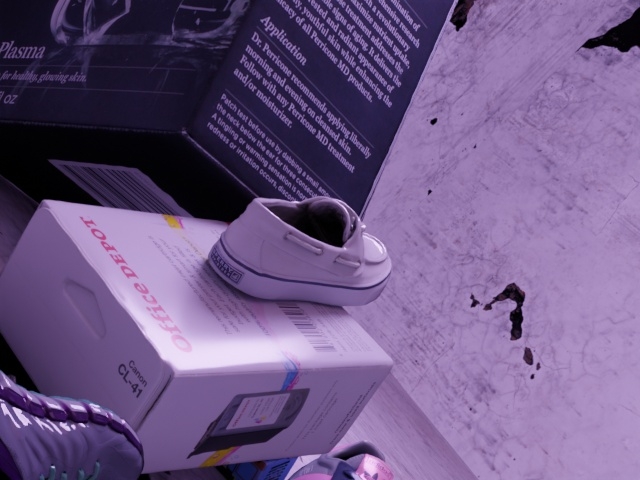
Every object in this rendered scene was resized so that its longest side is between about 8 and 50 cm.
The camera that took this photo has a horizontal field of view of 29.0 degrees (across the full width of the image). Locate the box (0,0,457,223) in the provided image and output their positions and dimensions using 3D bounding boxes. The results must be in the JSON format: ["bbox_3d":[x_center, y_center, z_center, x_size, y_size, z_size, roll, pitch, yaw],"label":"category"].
[{"bbox_3d":[-0.134,-0.255,1.471,0.480,0.472,0.297,7,-26,41],"label":"box"}]

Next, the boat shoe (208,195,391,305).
[{"bbox_3d":[0.000,0.000,1.194,0.096,0.088,0.267,46,22,30],"label":"boat shoe"}]

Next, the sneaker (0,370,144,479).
[{"bbox_3d":[-0.195,0.149,0.804,0.223,0.083,0.098,36,30,-48],"label":"sneaker"}]

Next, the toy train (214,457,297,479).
[{"bbox_3d":[-0.093,0.177,1.299,0.184,0.105,0.080,42,26,24],"label":"toy train"}]

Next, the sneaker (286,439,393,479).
[{"bbox_3d":[0.015,0.271,1.238,0.112,0.131,0.319,46,1,-6],"label":"sneaker"}]

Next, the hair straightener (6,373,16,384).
[{"bbox_3d":[-0.282,0.071,0.847,0.089,0.047,0.230,48,-1,34],"label":"hair straightener"}]

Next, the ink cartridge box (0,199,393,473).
[{"bbox_3d":[-0.115,0.087,1.133,0.306,0.131,0.226,5,35,-51],"label":"ink cartridge box"}]
